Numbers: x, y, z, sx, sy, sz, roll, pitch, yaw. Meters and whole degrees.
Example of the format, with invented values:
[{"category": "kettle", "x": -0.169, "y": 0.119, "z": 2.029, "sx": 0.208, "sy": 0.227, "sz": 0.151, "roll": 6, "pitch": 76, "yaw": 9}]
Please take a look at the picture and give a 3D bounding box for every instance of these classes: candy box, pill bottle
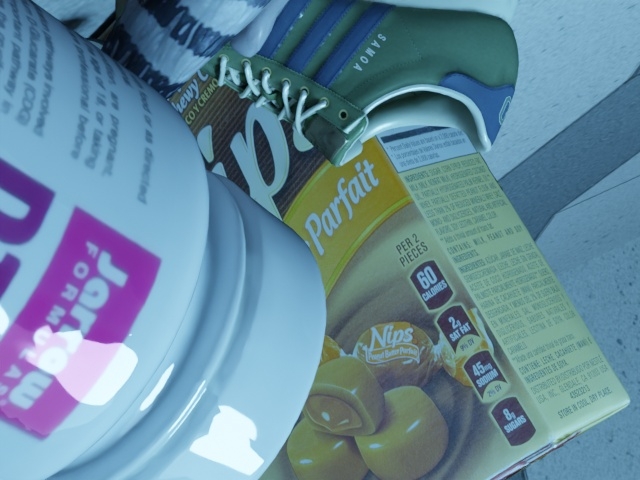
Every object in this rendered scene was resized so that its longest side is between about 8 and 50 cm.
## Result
[{"category": "candy box", "x": 0.000, "y": 0.000, "z": 0.948, "sx": 0.183, "sy": 0.316, "sz": 0.087, "roll": -39, "pitch": 167, "yaw": 36}, {"category": "pill bottle", "x": -0.139, "y": -0.013, "z": 0.582, "sx": 0.160, "sy": 0.160, "sz": 0.283, "roll": -36, "pitch": 132, "yaw": 25}]

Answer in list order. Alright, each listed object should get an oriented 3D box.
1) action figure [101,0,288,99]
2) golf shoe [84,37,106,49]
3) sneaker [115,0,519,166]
[{"category": "action figure", "x": 0.051, "y": -0.137, "z": 0.647, "sx": 0.330, "sy": 0.179, "sz": 0.341, "roll": -19, "pitch": 146, "yaw": 40}, {"category": "golf shoe", "x": -0.184, "y": -0.048, "z": 0.898, "sx": 0.198, "sy": 0.077, "sz": 0.094, "roll": -30, "pitch": 168, "yaw": -7}, {"category": "sneaker", "x": -0.001, "y": -0.078, "z": 0.838, "sx": 0.192, "sy": 0.086, "sz": 0.064, "roll": 0, "pitch": 170, "yaw": -1}]
